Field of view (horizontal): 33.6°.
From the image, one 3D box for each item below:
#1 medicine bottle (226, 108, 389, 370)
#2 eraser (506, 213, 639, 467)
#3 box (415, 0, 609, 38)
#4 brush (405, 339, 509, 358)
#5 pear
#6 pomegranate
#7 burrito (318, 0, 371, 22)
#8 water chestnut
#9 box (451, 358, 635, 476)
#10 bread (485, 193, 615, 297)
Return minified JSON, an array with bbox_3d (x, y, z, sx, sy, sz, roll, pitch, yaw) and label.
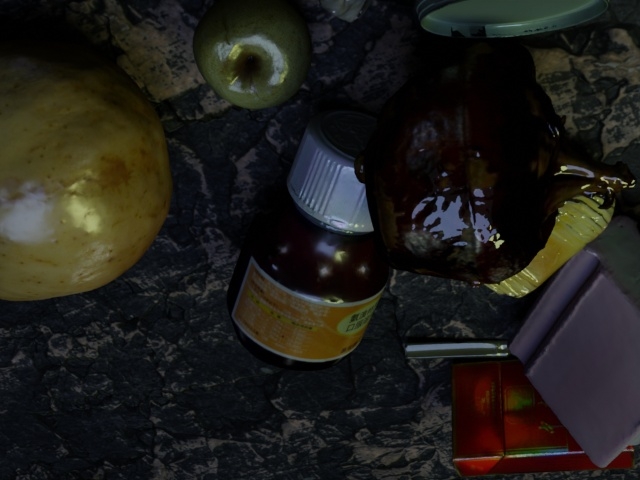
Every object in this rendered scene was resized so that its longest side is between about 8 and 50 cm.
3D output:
[{"bbox_3d":[0.000,0.000,1.633,0.242,0.242,0.395,13,129,-5],"label":"medicine bottle"},{"bbox_3d":[0.462,0.167,1.682,0.122,0.272,0.359,-23,155,-23],"label":"eraser"},{"bbox_3d":[0.222,-0.336,1.247,0.226,0.149,0.226,-3,178,0],"label":"box"},{"bbox_3d":[0.250,0.199,1.946,0.190,0.027,0.034,-2,98,3],"label":"brush"},{"bbox_3d":[-0.092,-0.263,1.454,0.167,0.137,0.167,4,132,4],"label":"pear"},{"bbox_3d":[-0.416,-0.090,1.485,0.410,0.410,0.410,4,135,4],"label":"pomegranate"},{"bbox_3d":[0.036,-0.424,1.299,0.175,0.107,0.348,4,139,-18],"label":"burrito"},{"bbox_3d":[0.229,-0.099,1.378,0.346,0.335,0.335,-3,135,23],"label":"water chestnut"},{"bbox_3d":[0.395,0.313,1.912,0.313,0.197,0.089,-7,144,14],"label":"box"},{"bbox_3d":[0.311,-0.033,1.599,0.133,0.179,0.250,35,129,-21],"label":"bread"}]
